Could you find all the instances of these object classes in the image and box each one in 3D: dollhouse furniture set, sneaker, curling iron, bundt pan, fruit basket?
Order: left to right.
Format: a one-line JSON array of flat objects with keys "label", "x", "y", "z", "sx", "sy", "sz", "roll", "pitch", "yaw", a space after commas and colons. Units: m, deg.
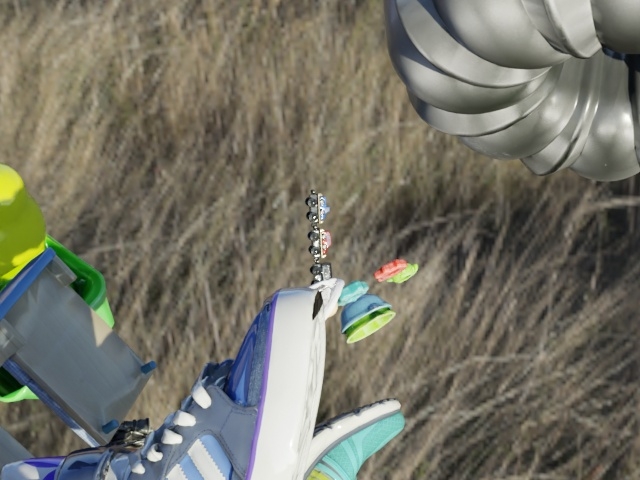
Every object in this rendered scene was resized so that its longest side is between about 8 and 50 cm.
[{"label": "fruit basket", "x": -0.522, "y": 0.045, "z": 1.943, "sx": 0.392, "sy": 0.392, "sz": 0.283, "roll": 29, "pitch": 76, "yaw": 40}, {"label": "dollhouse furniture set", "x": -0.307, "y": 0.215, "z": 1.365, "sx": 0.198, "sy": 0.286, "sz": 0.303, "roll": -32, "pitch": 19, "yaw": 33}, {"label": "sneaker", "x": -0.134, "y": 0.172, "z": 0.965, "sx": 0.236, "sy": 0.322, "sz": 0.130, "roll": 12, "pitch": 12, "yaw": 6}, {"label": "curling iron", "x": -0.180, "y": 0.262, "z": 1.493, "sx": 0.068, "sy": 0.274, "sz": 0.035, "roll": -24, "pitch": 62, "yaw": 13}, {"label": "sneaker", "x": -0.011, "y": 0.249, "z": 1.171, "sx": 0.110, "sy": 0.107, "sz": 0.275, "roll": 50, "pitch": 56, "yaw": -1}, {"label": "bundt pan", "x": 0.191, "y": -0.132, "z": 0.783, "sx": 0.331, "sy": 0.331, "sz": 0.124, "roll": 2, "pitch": 70, "yaw": 10}]

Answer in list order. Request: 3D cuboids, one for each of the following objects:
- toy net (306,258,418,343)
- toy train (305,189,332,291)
[{"label": "toy net", "x": 0.035, "y": 0.069, "z": 1.387, "sx": 0.122, "sy": 0.045, "sz": 0.232, "roll": -35, "pitch": -15, "yaw": 21}, {"label": "toy train", "x": 0.000, "y": 0.000, "z": 1.909, "sx": 0.036, "sy": 0.158, "sz": 0.027, "roll": -6, "pitch": 7, "yaw": -14}]
